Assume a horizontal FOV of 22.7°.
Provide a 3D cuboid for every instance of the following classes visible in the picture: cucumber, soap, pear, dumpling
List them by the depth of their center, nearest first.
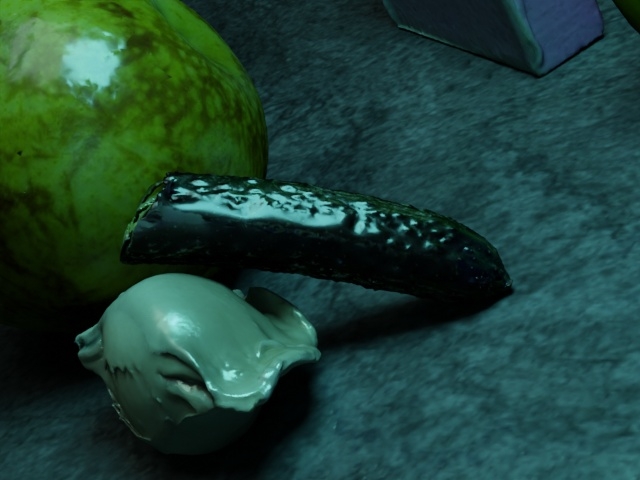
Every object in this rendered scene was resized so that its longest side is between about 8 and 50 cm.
[{"bbox_3d":[-0.070,0.071,0.984,0.127,0.108,0.188,-13,16,-32],"label":"dumpling"},{"bbox_3d":[0.000,-0.003,0.994,0.245,0.067,0.067,6,29,-2],"label":"cucumber"},{"bbox_3d":[-0.175,-0.058,1.143,0.283,0.283,0.283,-20,26,11],"label":"pear"},{"bbox_3d":[0.112,-0.248,1.315,0.081,0.181,0.259,-36,26,-12],"label":"soap"}]

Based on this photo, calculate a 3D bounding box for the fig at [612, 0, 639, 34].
[{"bbox_3d":[0.293,-0.236,1.032,0.239,0.271,0.239,-2,27,1],"label":"fig"}]
